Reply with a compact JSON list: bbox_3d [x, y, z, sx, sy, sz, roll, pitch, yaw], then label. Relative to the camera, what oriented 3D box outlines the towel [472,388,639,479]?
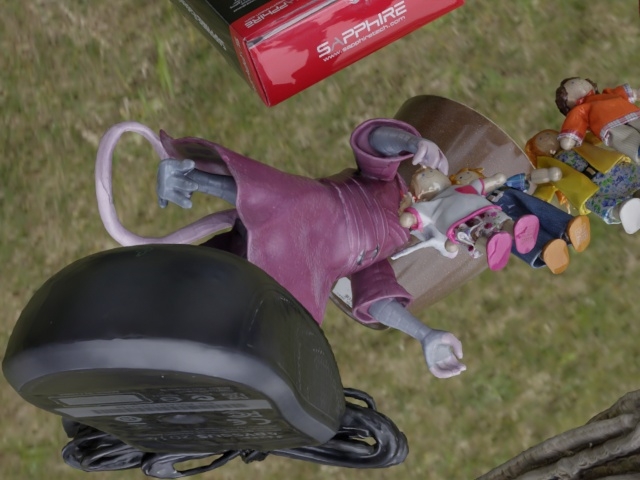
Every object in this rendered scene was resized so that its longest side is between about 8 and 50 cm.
[{"bbox_3d":[0.204,0.099,0.576,0.282,0.049,0.187,3,160,-15],"label":"towel"}]

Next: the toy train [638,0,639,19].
[{"bbox_3d":[0.187,-0.050,0.649,0.248,0.105,0.143,-44,139,-40],"label":"toy train"}]

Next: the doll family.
[{"bbox_3d":[0.190,-0.041,1.344,0.263,0.163,0.118,-31,127,-17],"label":"doll family"}]

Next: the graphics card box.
[{"bbox_3d":[-0.040,-0.297,1.594,0.233,0.371,0.094,-30,131,-10],"label":"graphics card box"}]

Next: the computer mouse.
[{"bbox_3d":[-0.064,0.055,0.714,0.188,0.072,0.272,-2,162,9],"label":"computer mouse"}]

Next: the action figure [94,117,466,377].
[{"bbox_3d":[0.000,0.000,1.490,0.370,0.276,0.248,-14,114,-47],"label":"action figure"}]

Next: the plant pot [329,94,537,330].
[{"bbox_3d":[0.108,-0.012,1.759,0.230,0.215,0.215,-48,126,-24],"label":"plant pot"}]
